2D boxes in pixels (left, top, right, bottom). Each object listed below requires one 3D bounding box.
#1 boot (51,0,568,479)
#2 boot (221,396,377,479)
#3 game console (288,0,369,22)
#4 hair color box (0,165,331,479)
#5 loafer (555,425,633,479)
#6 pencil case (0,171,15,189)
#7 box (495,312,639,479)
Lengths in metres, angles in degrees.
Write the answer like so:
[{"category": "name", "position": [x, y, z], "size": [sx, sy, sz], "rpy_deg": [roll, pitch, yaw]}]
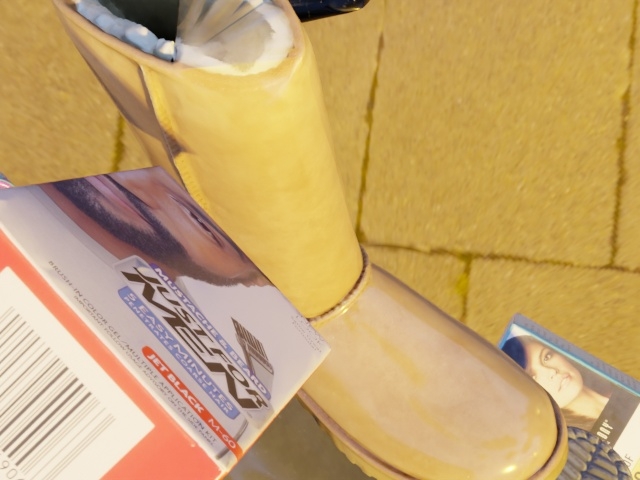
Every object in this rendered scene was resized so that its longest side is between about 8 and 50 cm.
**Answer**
[{"category": "boot", "position": [0.000, 0.000, 0.629], "size": [0.236, 0.269, 0.089], "rpy_deg": [27, 65, 25]}, {"category": "boot", "position": [-0.015, 0.217, 1.008], "size": [0.445, 0.146, 0.367], "rpy_deg": [41, 44, -13]}, {"category": "game console", "position": [0.000, -0.291, 1.383], "size": [0.213, 0.361, 0.044], "rpy_deg": [-7, 119, 28]}, {"category": "hair color box", "position": [-0.056, 0.030, 0.413], "size": [0.053, 0.167, 0.093], "rpy_deg": [-44, 88, 9]}, {"category": "loafer", "position": [0.102, 0.217, 0.831], "size": [0.094, 0.087, 0.251], "rpy_deg": [40, 53, 16]}, {"category": "pencil case", "position": [-0.283, -0.035, 1.129], "size": [0.064, 0.152, 0.070], "rpy_deg": [-28, 116, -17]}, {"category": "box", "position": [0.217, 0.155, 0.974], "size": [0.244, 0.060, 0.100], "rpy_deg": [29, 98, 7]}]
